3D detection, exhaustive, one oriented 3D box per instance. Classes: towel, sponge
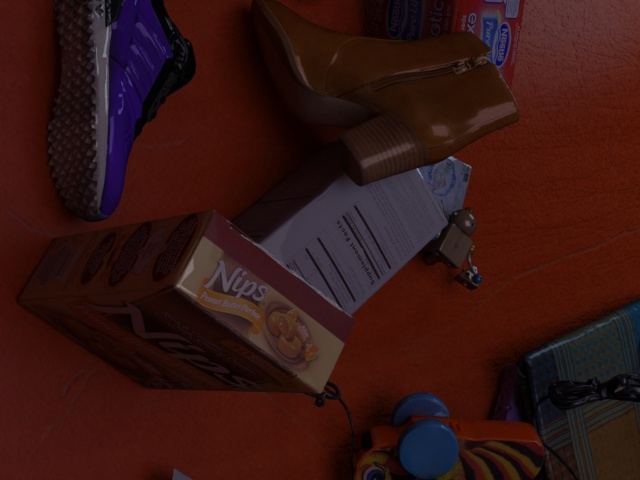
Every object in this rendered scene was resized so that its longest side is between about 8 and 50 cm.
[{"bbox_3d":[0.405,0.236,1.819,0.370,0.040,0.271,-16,96,-43],"label":"towel"},{"bbox_3d":[0.263,0.279,1.726,0.117,0.031,0.210,35,61,-31],"label":"sponge"}]

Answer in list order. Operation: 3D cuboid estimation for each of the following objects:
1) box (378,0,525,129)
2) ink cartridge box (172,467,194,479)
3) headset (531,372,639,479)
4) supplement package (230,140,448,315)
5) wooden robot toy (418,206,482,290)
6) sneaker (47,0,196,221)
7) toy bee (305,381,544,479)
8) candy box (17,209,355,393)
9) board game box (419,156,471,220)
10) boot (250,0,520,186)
[{"bbox_3d":[0.157,-0.264,1.593,0.128,0.123,0.257,-8,111,-41],"label":"box"},{"bbox_3d":[-0.138,0.381,1.408,0.181,0.056,0.224,42,42,-44],"label":"ink cartridge box"},{"bbox_3d":[0.330,0.361,1.582,0.185,0.243,0.394,-7,89,-11],"label":"headset"},{"bbox_3d":[0.000,0.000,1.496,0.244,0.139,0.134,-41,110,-30],"label":"supplement package"},{"bbox_3d":[0.156,-0.013,1.647,0.173,0.076,0.079,42,71,-29],"label":"wooden robot toy"},{"bbox_3d":[-0.196,-0.163,1.383,0.146,0.102,0.293,5,84,-37],"label":"sneaker"},{"bbox_3d":[0.101,0.260,1.564,0.195,0.298,0.162,-35,143,-68],"label":"toy bee"},{"bbox_3d":[-0.138,0.067,1.277,0.183,0.316,0.087,38,65,-28],"label":"candy box"},{"bbox_3d":[0.145,-0.068,1.682,0.090,0.020,0.090,25,73,-34],"label":"board game box"},{"bbox_3d":[0.070,-0.195,1.482,0.211,0.104,0.295,-25,59,-17],"label":"boot"}]
